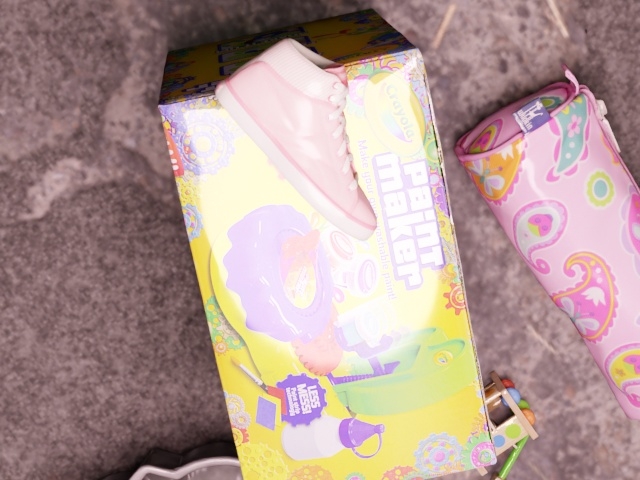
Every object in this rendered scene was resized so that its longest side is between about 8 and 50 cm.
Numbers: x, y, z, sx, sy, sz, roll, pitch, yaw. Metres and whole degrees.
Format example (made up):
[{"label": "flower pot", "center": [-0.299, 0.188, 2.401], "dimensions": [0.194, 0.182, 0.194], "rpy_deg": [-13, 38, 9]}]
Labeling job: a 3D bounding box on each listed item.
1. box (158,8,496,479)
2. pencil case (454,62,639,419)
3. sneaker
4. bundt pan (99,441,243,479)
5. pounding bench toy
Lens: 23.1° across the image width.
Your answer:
[{"label": "box", "center": [0.000, 0.000, 1.147], "dimensions": [0.177, 0.279, 0.290], "rpy_deg": [-12, 104, -2]}, {"label": "pencil case", "center": [0.225, 0.005, 1.247], "dimensions": [0.124, 0.124, 0.284], "rpy_deg": [-33, 102, 4]}, {"label": "sneaker", "center": [0.004, -0.066, 0.960], "dimensions": [0.070, 0.051, 0.134], "rpy_deg": [-41, 99, 11]}, {"label": "bundt pan", "center": [-0.092, 0.312, 1.295], "dimensions": [0.331, 0.124, 0.331], "rpy_deg": [-1, 104, -5]}, {"label": "pounding bench toy", "center": [0.152, 0.162, 1.314], "dimensions": [0.065, 0.052, 0.083], "rpy_deg": [-34, 104, 4]}]
